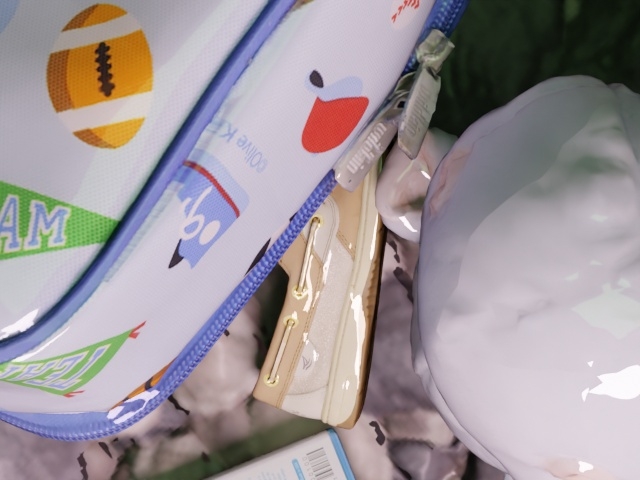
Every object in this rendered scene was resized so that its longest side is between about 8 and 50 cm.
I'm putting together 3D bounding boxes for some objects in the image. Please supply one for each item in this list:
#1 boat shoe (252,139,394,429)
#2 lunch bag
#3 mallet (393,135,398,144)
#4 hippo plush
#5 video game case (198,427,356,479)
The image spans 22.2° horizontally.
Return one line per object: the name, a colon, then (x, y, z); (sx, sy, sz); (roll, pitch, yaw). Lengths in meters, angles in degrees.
boat shoe: (0.000, 0.000, 0.570); (0.045, 0.050, 0.135); (7, 102, 4)
lunch bag: (-0.104, -0.097, 0.503); (0.303, 0.115, 0.243); (32, 82, 23)
mallet: (-0.042, -0.052, 0.590); (0.189, 0.039, 0.062); (33, 84, -5)
hippo plush: (0.132, -0.028, 0.493); (0.236, 0.294, 0.234); (-13, 87, 6)
video game case: (-0.050, 0.153, 0.585); (0.166, 0.015, 0.119); (-22, 89, -5)
